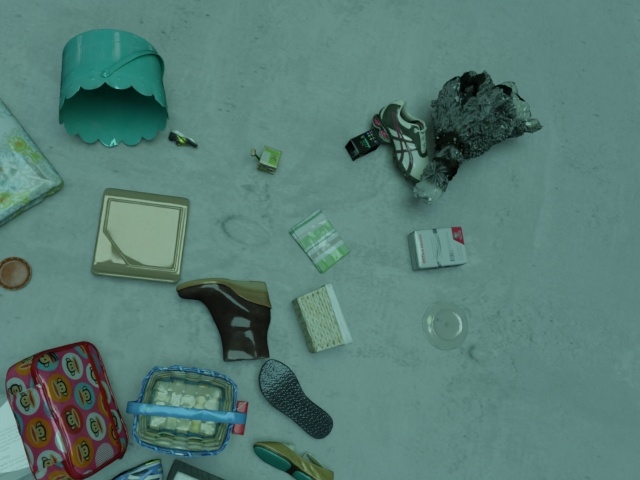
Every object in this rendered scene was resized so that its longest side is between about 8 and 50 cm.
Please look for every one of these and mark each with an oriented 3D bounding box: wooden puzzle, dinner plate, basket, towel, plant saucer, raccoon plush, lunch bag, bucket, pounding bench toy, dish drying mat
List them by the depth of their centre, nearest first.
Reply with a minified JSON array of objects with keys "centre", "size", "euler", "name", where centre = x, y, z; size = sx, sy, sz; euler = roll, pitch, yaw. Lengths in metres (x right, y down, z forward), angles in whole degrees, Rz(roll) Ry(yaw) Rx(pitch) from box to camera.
[{"centre":[-0.556,0.383,1.413],"size":[0.120,0.258,0.293],"euler":[-23,85,14],"name":"lunch bag"},{"centre":[-0.305,0.395,1.443],"size":[0.254,0.289,0.201],"euler":[10,71,-8],"name":"basket"},{"centre":[-0.885,-0.162,1.529],"size":[0.374,0.090,0.321],"euler":[-38,92,-18],"name":"towel"},{"centre":[-0.760,0.082,1.544],"size":[0.083,0.013,0.084],"euler":[2,79,-13],"name":"plant saucer"},{"centre":[-0.519,-0.381,1.567],"size":[0.280,0.281,0.183],"euler":[-3,71,-14],"name":"bucket"},{"centre":[-0.206,0.455,1.602],"size":[0.032,0.008,0.084],"euler":[10,76,-12],"name":"dish drying mat"},{"centre":[-0.464,-0.012,1.623],"size":[0.220,0.044,0.239],"euler":[7,73,-12],"name":"wooden puzzle"},{"centre":[0.001,0.211,1.648],"size":[0.103,0.113,0.167],"euler":[-19,83,-14],"name":"basket"},{"centre":[-0.156,-0.226,1.725],"size":[0.083,0.065,0.052],"euler":[18,76,-9],"name":"pounding bench toy"},{"centre":[0.000,0.000,1.738],"size":[0.113,0.023,0.152],"euler":[-37,89,-17],"name":"towel"},{"centre":[0.359,0.241,1.778],"size":[0.141,0.017,0.141],"euler":[3,77,-12],"name":"dinner plate"},{"centre":[0.443,-0.276,1.813],"size":[0.299,0.216,0.447],"euler":[27,100,-43],"name":"raccoon plush"}]

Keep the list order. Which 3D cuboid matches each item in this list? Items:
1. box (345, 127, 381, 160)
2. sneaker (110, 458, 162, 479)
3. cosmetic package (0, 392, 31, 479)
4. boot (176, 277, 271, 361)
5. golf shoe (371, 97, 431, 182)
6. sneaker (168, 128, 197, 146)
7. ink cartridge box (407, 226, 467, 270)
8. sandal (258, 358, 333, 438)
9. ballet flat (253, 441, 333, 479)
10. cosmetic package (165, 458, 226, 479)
[{"centre":[0.124,-0.277,1.804],"size":[0.083,0.062,0.052],"euler":[-29,85,-17],"name":"box"},{"centre":[-0.447,0.577,1.497],"size":[0.144,0.053,0.059],"euler":[-18,85,-15],"name":"sneaker"},{"centre":[-0.706,0.446,1.410],"size":[0.151,0.151,0.184],"euler":[-24,84,-16],"name":"cosmetic package"},{"centre":[-0.246,0.205,1.600],"size":[0.248,0.090,0.207],"euler":[3,76,-17],"name":"boot"},{"centre":[0.263,-0.276,1.795],"size":[0.273,0.120,0.105],"euler":[53,38,-1],"name":"golf shoe"},{"centre":[-0.376,-0.272,1.704],"size":[0.083,0.031,0.035],"euler":[27,87,-2],"name":"sneaker"},{"centre":[0.334,0.024,1.792],"size":[0.150,0.063,0.109],"euler":[-5,80,-14],"name":"ink cartridge box"},{"centre":[-0.073,0.417,1.626],"size":[0.097,0.054,0.255],"euler":[-40,100,-10],"name":"sandal"},{"centre":[-0.066,0.564,1.591],"size":[0.232,0.080,0.073],"euler":[37,45,-6],"name":"ballet flat"},{"centre":[-0.193,0.668,1.456],"size":[0.384,0.217,0.156],"euler":[25,74,-9],"name":"cosmetic package"}]
